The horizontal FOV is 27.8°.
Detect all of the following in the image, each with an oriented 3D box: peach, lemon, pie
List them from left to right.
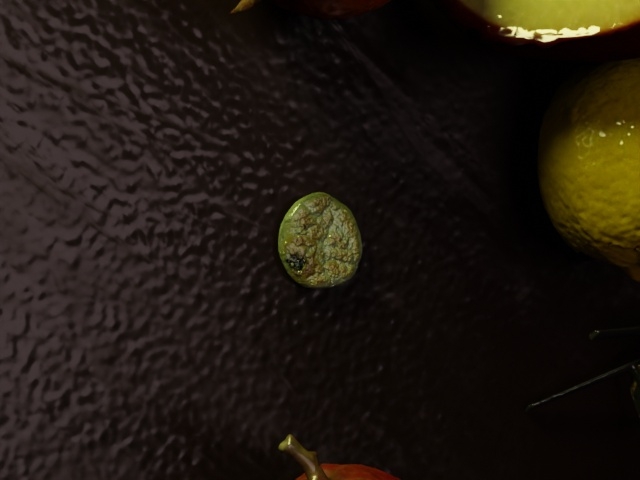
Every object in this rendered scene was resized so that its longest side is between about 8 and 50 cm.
[{"bbox_3d":[0.000,0.000,1.114,0.085,0.017,0.085,1,88,-29],"label":"pie"},{"bbox_3d":[0.251,-0.282,1.097,0.201,0.362,0.257,-9,96,-56],"label":"peach"},{"bbox_3d":[0.296,-0.077,1.189,0.192,0.192,0.231,2,93,-30],"label":"lemon"}]

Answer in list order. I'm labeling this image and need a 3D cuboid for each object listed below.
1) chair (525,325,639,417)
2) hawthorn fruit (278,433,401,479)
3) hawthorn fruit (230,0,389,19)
[{"bbox_3d":[0.345,0.168,1.220,0.247,0.172,0.158,-11,61,-30],"label":"chair"},{"bbox_3d":[0.016,0.266,1.006,0.205,0.205,0.253,-21,110,-29],"label":"hawthorn fruit"},{"bbox_3d":[-0.002,-0.254,1.034,0.179,0.179,0.200,46,77,-21],"label":"hawthorn fruit"}]
